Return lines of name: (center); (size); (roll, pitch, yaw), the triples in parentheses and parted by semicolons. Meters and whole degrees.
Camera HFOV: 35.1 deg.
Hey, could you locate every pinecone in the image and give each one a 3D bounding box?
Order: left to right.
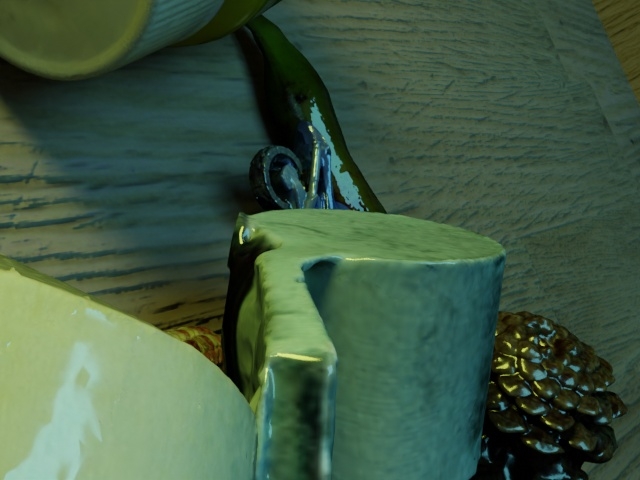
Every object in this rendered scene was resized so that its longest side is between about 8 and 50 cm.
pinecone: (0.172, 0.167, 0.931); (0.184, 0.204, 0.179); (3, 35, -44)

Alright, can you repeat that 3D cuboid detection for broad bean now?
broad bean: (0.003, -0.086, 1.003); (0.339, 0.061, 0.077); (64, 25, 0)

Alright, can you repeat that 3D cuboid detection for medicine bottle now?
medicine bottle: (-0.116, -0.274, 0.817); (0.224, 0.224, 0.384); (56, 33, -11)

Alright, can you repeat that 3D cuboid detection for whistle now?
whistle: (-0.001, 0.081, 0.665); (0.405, 0.188, 0.168); (-15, 113, -64)

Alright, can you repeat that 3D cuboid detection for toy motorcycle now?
toy motorcycle: (0.000, 0.000, 0.922); (0.114, 0.076, 0.205); (-40, 112, -52)

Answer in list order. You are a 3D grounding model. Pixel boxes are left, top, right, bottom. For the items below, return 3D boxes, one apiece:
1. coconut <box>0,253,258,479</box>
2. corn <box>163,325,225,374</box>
coconut: (-0.169, 0.133, 0.399); (0.323, 0.323, 0.323); (34, 43, -38)
corn: (-0.136, 0.110, 0.662); (0.237, 0.079, 0.079); (-21, 85, -61)
